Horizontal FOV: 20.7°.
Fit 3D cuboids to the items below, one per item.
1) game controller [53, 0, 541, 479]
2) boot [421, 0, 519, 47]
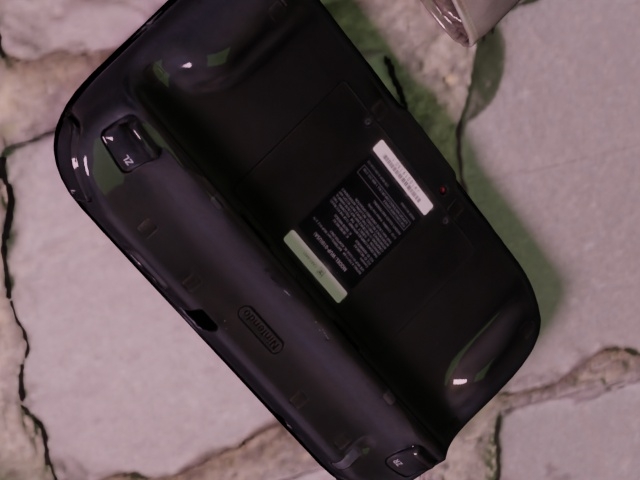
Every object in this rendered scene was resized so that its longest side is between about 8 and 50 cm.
[{"bbox_3d":[0.000,0.000,0.958,0.166,0.067,0.319,-50,122,-16],"label":"game controller"},{"bbox_3d":[0.110,-0.229,0.909,0.208,0.076,0.189,-34,118,-1],"label":"boot"}]
